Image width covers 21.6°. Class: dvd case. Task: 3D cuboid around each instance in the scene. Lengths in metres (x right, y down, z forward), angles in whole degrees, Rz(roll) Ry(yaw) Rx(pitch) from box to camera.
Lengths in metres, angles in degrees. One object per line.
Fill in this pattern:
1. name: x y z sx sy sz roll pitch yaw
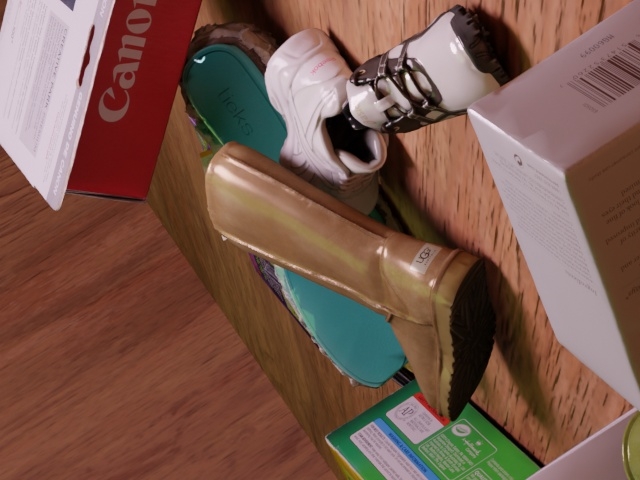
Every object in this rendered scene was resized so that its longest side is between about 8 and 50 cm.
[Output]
1. dvd case: 0.034 0.118 2.075 0.221 0.018 0.164 40 180 -28

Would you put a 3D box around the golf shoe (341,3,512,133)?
1. golf shoe: 0.071 -0.107 1.184 0.077 0.094 0.198 59 169 -2

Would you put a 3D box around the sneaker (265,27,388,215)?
1. sneaker: 0.019 -0.081 1.546 0.115 0.090 0.232 46 166 37

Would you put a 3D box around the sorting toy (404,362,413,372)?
1. sorting toy: 0.021 0.058 2.005 0.274 0.046 0.132 40 175 -3

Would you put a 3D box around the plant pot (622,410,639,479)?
1. plant pot: 0.254 0.136 1.114 0.083 0.083 0.079 56 159 8

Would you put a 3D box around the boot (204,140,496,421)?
1. boot: 0.030 0.036 1.578 0.269 0.089 0.236 25 144 24

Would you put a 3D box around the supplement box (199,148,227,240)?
1. supplement box: -0.084 -0.055 1.771 0.062 0.036 0.098 -18 86 45

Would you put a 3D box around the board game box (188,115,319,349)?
1. board game box: -0.072 -0.015 2.322 0.208 0.056 0.347 45 164 38

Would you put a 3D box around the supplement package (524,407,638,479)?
1. supplement package: 0.221 0.261 1.275 0.198 0.199 0.262 56 170 12

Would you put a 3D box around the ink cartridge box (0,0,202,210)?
1. ink cartridge box: -0.210 -0.207 1.655 0.272 0.130 0.309 45 123 53

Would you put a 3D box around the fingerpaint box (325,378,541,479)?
1. fingerpaint box: 0.223 0.399 1.815 0.371 0.163 0.445 64 169 -28

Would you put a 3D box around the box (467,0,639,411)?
1. box: 0.171 -0.020 0.845 0.091 0.130 0.170 44 163 52

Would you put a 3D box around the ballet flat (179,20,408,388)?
1. ballet flat: -0.002 -0.050 1.718 0.409 0.147 0.147 62 170 -9
